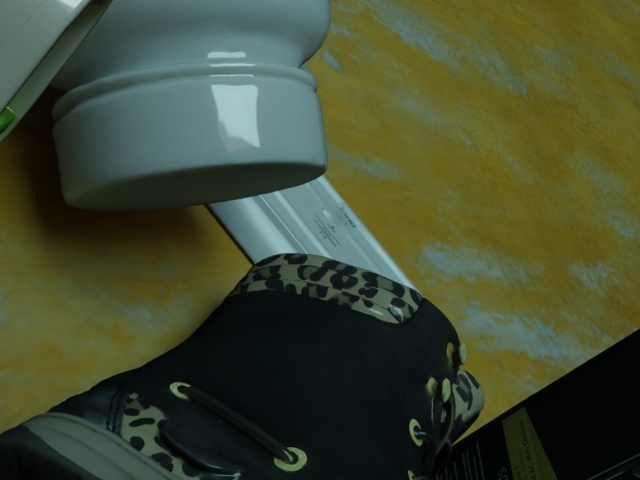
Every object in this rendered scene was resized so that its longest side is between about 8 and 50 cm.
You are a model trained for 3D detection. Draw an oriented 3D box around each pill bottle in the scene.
[{"bbox_3d":[-0.103,-0.210,0.630,0.204,0.204,0.361,-4,84,-50],"label":"pill bottle"}]

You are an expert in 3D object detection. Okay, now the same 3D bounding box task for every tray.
[{"bbox_3d":[0.000,0.000,0.782,0.270,0.030,0.145,51,33,3],"label":"tray"}]

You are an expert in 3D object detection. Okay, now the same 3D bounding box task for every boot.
[{"bbox_3d":[0.040,0.158,0.531,0.377,0.138,0.284,28,30,10],"label":"boot"}]

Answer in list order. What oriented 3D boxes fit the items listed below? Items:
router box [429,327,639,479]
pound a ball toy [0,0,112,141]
[{"bbox_3d":[0.172,0.234,0.554,0.081,0.243,0.309,26,41,-30],"label":"router box"},{"bbox_3d":[-0.237,-0.179,0.399,0.319,0.136,0.208,39,6,-14],"label":"pound a ball toy"}]
